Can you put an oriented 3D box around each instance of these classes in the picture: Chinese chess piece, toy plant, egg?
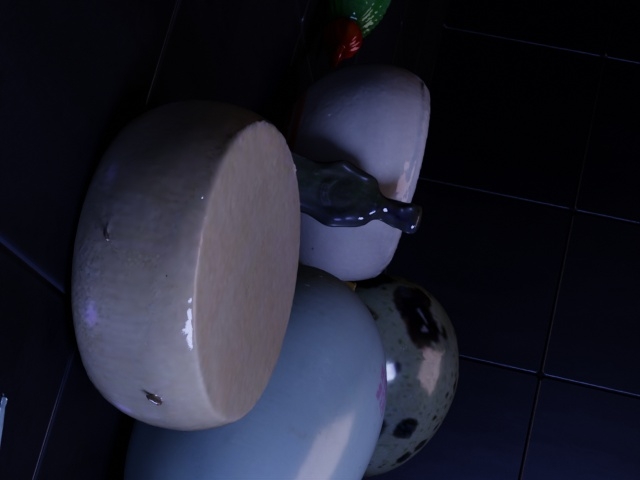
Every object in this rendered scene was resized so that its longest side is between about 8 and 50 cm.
[{"bbox_3d":[-0.100,0.019,0.970,0.273,0.102,0.273,6,90,-74],"label":"Chinese chess piece"},{"bbox_3d":[0.051,-0.332,1.679,0.154,0.088,0.240,133,-22,-77],"label":"toy plant"},{"bbox_3d":[0.081,0.231,2.013,0.287,0.287,0.379,-61,175,-63],"label":"egg"},{"bbox_3d":[-0.062,0.181,1.156,0.230,0.230,0.371,93,17,-49],"label":"egg"}]

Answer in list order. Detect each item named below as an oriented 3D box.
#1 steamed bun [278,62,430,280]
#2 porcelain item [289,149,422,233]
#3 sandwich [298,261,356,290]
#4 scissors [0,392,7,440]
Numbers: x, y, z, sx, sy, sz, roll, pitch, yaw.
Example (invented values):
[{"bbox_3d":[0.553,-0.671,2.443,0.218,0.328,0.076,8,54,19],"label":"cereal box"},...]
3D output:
[{"bbox_3d":[0.025,-0.092,1.500,0.283,0.177,0.283,-167,-90,-87],"label":"steamed bun"},{"bbox_3d":[0.009,-0.055,1.334,0.069,0.215,0.081,83,23,-70],"label":"porcelain item"},{"bbox_3d":[0.000,0.000,1.684,0.122,0.128,0.236,102,3,-72],"label":"sandwich"},{"bbox_3d":[-0.234,0.228,0.809,0.144,0.017,0.248,-62,161,-64],"label":"scissors"}]
